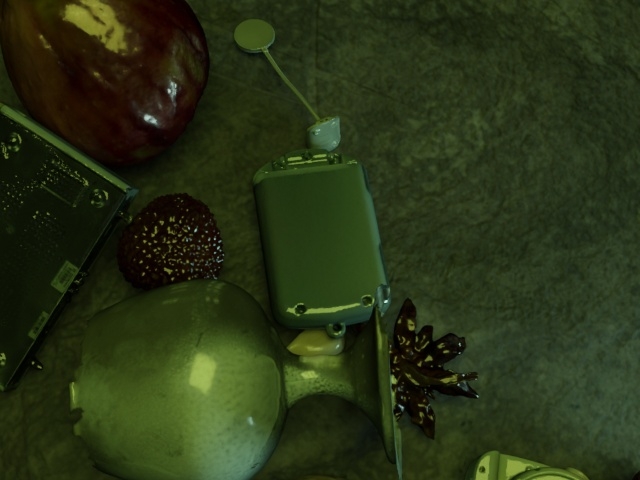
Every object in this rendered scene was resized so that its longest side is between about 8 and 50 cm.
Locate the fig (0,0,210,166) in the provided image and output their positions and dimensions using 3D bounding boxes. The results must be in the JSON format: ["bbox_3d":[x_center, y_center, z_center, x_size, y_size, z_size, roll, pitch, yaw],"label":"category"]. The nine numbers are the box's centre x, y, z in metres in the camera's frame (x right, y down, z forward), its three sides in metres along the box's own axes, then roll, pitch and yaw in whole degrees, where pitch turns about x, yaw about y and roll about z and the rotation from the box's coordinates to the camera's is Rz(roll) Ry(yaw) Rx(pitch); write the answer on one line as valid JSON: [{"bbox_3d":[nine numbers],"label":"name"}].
[{"bbox_3d":[-0.249,-0.217,1.431,0.224,0.224,0.263,-40,101,-17],"label":"fig"}]

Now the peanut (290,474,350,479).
[{"bbox_3d":[-0.038,0.299,1.344,0.214,0.099,0.099,-5,72,-1],"label":"peanut"}]

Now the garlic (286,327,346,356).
[{"bbox_3d":[0.001,0.117,1.435,0.053,0.041,0.083,32,60,18],"label":"garlic"}]

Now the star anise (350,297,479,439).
[{"bbox_3d":[0.097,0.147,1.426,0.168,0.057,0.168,-1,68,3],"label":"star anise"}]

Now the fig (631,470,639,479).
[{"bbox_3d":[0.401,0.332,1.350,0.134,0.146,0.201,-7,78,32],"label":"fig"}]

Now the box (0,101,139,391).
[{"bbox_3d":[-0.344,0.009,1.379,0.211,0.045,0.270,34,94,6],"label":"box"}]

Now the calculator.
[{"bbox_3d":[0.000,0.000,1.453,0.141,0.045,0.246,-8,63,-6],"label":"calculator"}]

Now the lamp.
[{"bbox_3d":[-0.043,-0.193,1.545,0.050,0.056,0.198,-29,65,-14],"label":"lamp"}]

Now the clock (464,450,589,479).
[{"bbox_3d":[0.249,0.317,1.378,0.191,0.062,0.151,9,70,-4],"label":"clock"}]

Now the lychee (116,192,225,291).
[{"bbox_3d":[-0.169,0.009,1.409,0.123,0.123,0.129,-2,72,-7],"label":"lychee"}]

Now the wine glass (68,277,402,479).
[{"bbox_3d":[-0.080,0.152,1.302,0.323,0.238,0.238,-6,71,7],"label":"wine glass"}]
